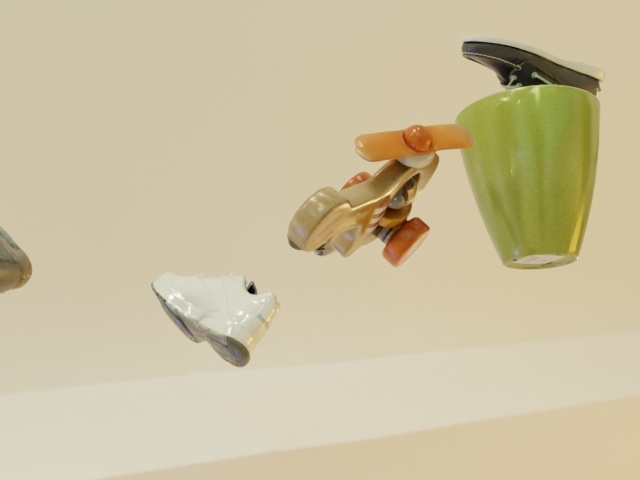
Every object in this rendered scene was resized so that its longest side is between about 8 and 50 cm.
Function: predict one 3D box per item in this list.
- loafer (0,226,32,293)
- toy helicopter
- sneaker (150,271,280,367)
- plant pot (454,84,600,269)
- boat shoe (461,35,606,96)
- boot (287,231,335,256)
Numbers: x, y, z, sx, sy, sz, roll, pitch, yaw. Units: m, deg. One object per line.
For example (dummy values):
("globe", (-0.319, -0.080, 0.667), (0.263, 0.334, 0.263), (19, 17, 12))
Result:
("loafer", (-0.344, -0.023, 0.610), (0.084, 0.267, 0.096), (3, -64, -54))
("toy helicopter", (0.076, -0.064, 0.978), (0.235, 0.140, 0.355), (-54, -16, 28))
("sneaker", (-0.177, 0.110, 1.216), (0.129, 0.297, 0.111), (-45, -49, -22))
("plant pot", (0.403, -0.101, 1.372), (0.274, 0.275, 0.294), (7, -106, -29))
("boat shoe", (0.400, -0.315, 1.368), (0.302, 0.114, 0.091), (13, -80, -10))
("boot", (0.000, 0.000, 1.324), (0.219, 0.082, 0.106), (-29, -30, -52))
